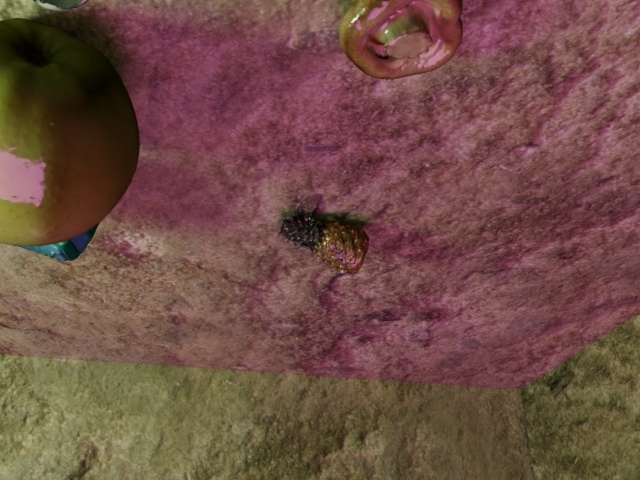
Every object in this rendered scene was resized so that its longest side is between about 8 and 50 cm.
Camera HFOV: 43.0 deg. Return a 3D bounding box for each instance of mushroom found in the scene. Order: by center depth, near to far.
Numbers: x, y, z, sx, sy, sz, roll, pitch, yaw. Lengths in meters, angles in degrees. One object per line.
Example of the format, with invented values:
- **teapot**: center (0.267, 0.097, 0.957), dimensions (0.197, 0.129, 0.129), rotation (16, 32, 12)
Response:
- **mushroom**: center (0.172, -0.437, 1.655), dimensions (0.278, 0.146, 0.278), rotation (-10, 147, -7)

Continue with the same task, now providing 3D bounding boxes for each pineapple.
- **pineapple**: center (0.000, 0.000, 2.418), dimensions (0.279, 0.157, 0.158), rotation (18, 146, -11)

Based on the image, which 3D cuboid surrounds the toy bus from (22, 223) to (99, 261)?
- **toy bus**: center (-0.729, -0.081, 2.019), dimensions (0.344, 0.199, 0.183), rotation (18, 164, 3)

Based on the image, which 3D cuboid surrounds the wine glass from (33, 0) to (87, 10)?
- **wine glass**: center (-0.442, -0.462, 1.377), dimensions (0.143, 0.321, 0.143), rotation (-5, 108, -15)

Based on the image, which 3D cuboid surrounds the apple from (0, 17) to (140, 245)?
- **apple**: center (-0.602, -0.219, 1.675), dimensions (0.474, 0.473, 0.473), rotation (-3, 151, -1)
